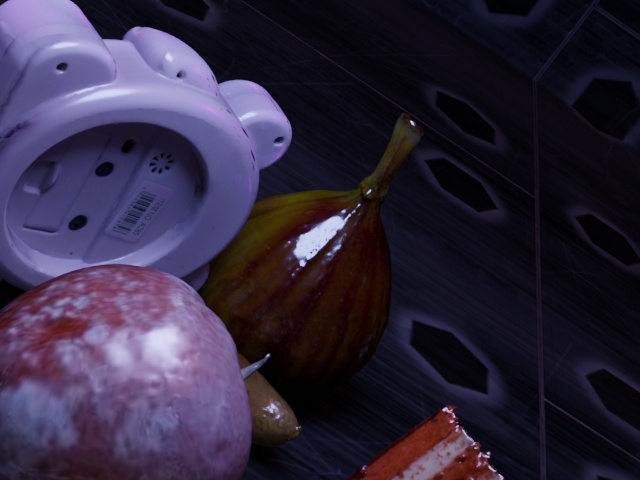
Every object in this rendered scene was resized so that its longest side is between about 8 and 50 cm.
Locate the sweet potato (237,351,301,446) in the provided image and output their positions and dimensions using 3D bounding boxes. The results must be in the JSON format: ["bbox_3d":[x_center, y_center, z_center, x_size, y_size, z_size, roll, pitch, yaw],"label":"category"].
[{"bbox_3d":[-0.168,0.102,1.870,0.341,0.092,0.114,22,44,-30],"label":"sweet potato"}]

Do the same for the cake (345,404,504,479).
[{"bbox_3d":[0.077,0.286,1.693,0.158,0.262,0.159,55,11,28],"label":"cake"}]

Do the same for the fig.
[{"bbox_3d":[0.000,0.000,2.012,0.217,0.321,0.217,26,24,-12],"label":"fig"}]

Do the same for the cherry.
[{"bbox_3d":[-0.165,0.135,1.665,0.285,0.213,0.236,-11,27,-31],"label":"cherry"}]

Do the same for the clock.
[{"bbox_3d":[-0.207,-0.065,1.859,0.322,0.295,0.113,11,32,-39],"label":"clock"}]
